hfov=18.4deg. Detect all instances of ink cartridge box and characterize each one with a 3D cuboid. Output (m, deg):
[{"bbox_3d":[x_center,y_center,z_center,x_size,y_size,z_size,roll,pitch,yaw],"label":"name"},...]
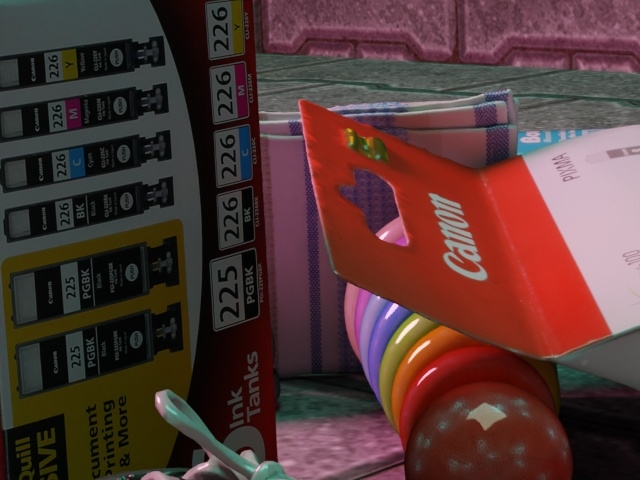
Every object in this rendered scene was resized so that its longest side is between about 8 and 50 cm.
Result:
[{"bbox_3d":[-0.162,0.019,1.045,0.130,0.309,0.272,7,15,41],"label":"ink cartridge box"},{"bbox_3d":[0.186,-0.008,1.197,0.385,0.091,0.308,20,19,-12],"label":"ink cartridge box"}]

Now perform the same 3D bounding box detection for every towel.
[{"bbox_3d":[0.000,0.000,1.375,0.285,0.209,0.034,-5,26,-3],"label":"towel"}]

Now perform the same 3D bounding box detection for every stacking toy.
[{"bbox_3d":[0.087,0.081,1.159,0.141,0.141,0.330,-3,15,0],"label":"stacking toy"}]

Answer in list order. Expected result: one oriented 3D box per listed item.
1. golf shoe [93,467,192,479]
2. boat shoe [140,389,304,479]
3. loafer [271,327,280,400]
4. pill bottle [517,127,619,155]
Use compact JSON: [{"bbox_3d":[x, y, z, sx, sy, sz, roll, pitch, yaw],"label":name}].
[{"bbox_3d":[-0.130,0.154,0.866,0.273,0.105,0.120,-7,4,-25],"label":"golf shoe"},{"bbox_3d":[-0.040,0.137,0.769,0.367,0.156,0.136,-6,11,-15],"label":"boat shoe"},{"bbox_3d":[-0.161,0.074,1.349,0.267,0.084,0.096,-1,11,6],"label":"loafer"},{"bbox_3d":[0.138,-0.014,1.572,0.264,0.146,0.146,-1,11,5],"label":"pill bottle"}]
